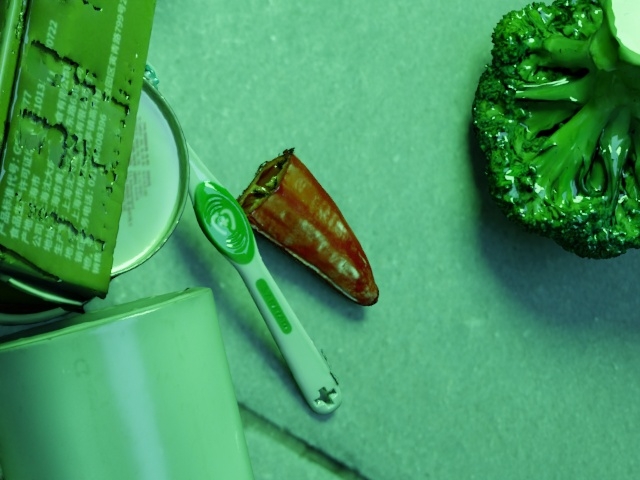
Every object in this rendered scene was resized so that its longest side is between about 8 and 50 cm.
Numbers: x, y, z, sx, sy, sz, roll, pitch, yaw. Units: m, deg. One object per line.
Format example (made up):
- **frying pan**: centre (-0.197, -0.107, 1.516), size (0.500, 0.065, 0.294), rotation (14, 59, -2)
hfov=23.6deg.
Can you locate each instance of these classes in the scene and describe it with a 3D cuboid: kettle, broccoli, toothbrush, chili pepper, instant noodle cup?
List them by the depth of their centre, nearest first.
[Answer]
- **kettle**: centre (-0.173, 0.219, 1.242), size (0.265, 0.205, 0.318), rotation (-17, 95, -32)
- **instant noodle cup**: centre (-0.222, -0.049, 1.260), size (0.234, 0.178, 0.235), rotation (3, 84, -30)
- **toothbrush**: centre (-0.083, -0.009, 1.378), size (0.042, 0.040, 0.418), rotation (-32, 114, -7)
- **chili pepper**: centre (-0.001, 0.003, 1.444), size (0.169, 0.065, 0.088), rotation (45, 66, -20)
- **broccoli**: centre (0.285, -0.126, 1.491), size (0.297, 0.297, 0.298), rotation (0, 71, 0)

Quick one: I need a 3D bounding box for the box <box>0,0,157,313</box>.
- **box**: centre (-0.302, -0.167, 1.117), size (0.138, 0.373, 0.420), rotation (27, 68, -55)
